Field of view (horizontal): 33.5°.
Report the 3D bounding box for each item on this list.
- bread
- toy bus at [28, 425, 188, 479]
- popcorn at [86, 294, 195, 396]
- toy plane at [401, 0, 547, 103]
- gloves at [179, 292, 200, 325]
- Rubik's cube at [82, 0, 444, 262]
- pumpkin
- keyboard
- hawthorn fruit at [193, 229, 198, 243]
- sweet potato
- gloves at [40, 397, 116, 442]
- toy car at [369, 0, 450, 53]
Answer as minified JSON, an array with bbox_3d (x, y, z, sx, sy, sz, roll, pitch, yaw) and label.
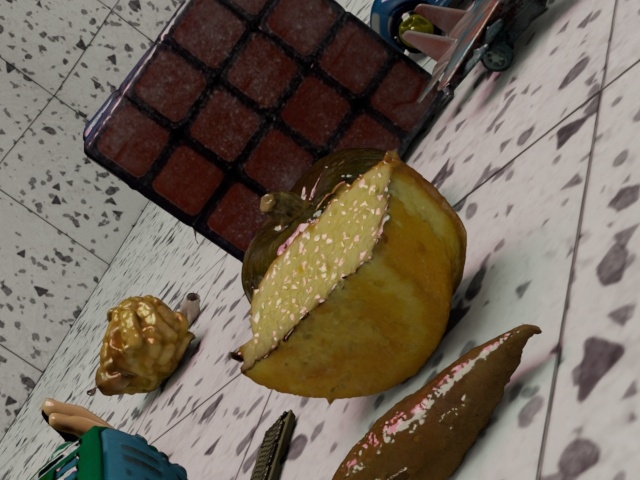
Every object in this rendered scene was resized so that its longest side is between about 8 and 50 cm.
[{"bbox_3d":[0.035,0.051,0.911,0.229,0.139,0.143,-44,19,38],"label":"bread"},{"bbox_3d":[-0.203,0.303,0.990,0.199,0.183,0.343,-51,14,-3],"label":"toy bus"},{"bbox_3d":[-0.285,0.167,1.720,0.194,0.140,0.163,-56,18,37],"label":"popcorn"},{"bbox_3d":[0.219,-0.277,1.193,0.326,0.104,0.223,-30,27,50],"label":"toy plane"},{"bbox_3d":[-0.227,0.120,1.831,0.044,0.037,0.081,-16,-37,-46],"label":"gloves"},{"bbox_3d":[-0.091,-0.167,1.444,0.344,0.344,0.337,-53,13,-1],"label":"Rubik's cube"},{"bbox_3d":[0.000,0.000,1.117,0.219,0.162,0.219,-45,19,20],"label":"pumpkin"},{"bbox_3d":[-0.054,0.223,1.045,0.049,0.015,0.129,-44,17,35],"label":"keyboard"},{"bbox_3d":[-0.262,-0.087,2.247,0.189,0.149,0.149,-48,14,18],"label":"hawthorn fruit"},{"bbox_3d":[0.080,0.131,0.749,0.206,0.060,0.068,-49,51,12],"label":"sweet potato"},{"bbox_3d":[-0.325,0.322,1.405,0.197,0.152,0.301,-45,40,11],"label":"gloves"},{"bbox_3d":[0.166,-0.425,1.614,0.314,0.166,0.198,-46,12,30],"label":"toy car"}]
